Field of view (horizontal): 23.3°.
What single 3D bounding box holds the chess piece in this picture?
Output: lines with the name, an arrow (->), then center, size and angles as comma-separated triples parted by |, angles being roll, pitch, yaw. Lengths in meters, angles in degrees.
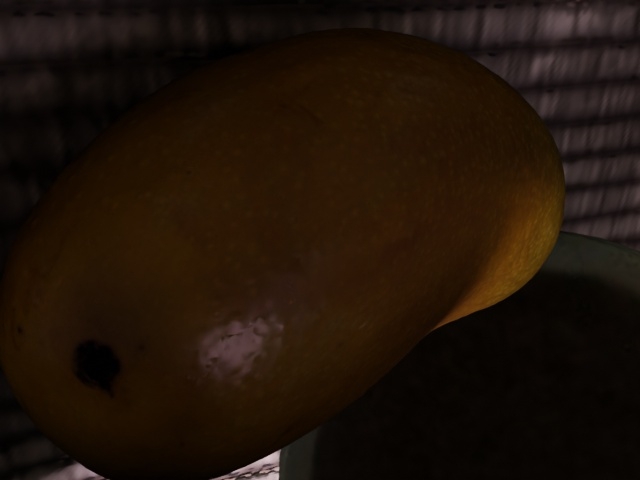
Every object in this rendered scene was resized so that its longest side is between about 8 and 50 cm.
chess piece -> 0.113, 0.115, 0.687 | 0.194, 0.194, 0.299 | -44, 159, 4

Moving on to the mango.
mango -> 0.000, 0.000, 0.476 | 0.227, 0.099, 0.136 | -16, 138, -46
